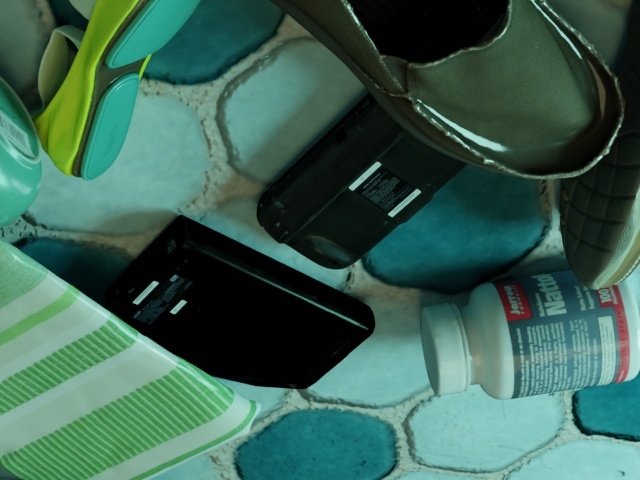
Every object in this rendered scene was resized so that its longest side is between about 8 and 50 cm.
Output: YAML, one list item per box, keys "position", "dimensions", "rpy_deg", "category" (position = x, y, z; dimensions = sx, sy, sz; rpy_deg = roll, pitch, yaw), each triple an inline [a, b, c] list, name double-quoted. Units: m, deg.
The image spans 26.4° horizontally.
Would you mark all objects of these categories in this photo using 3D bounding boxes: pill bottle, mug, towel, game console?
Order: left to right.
- position: [-0.255, -0.068, 0.969]
  dimensions: [0.097, 0.158, 0.129]
  rpy_deg: [-27, 102, 11]
  category: "mug"
- position: [-0.240, 0.127, 1.191]
  dimensions: [0.248, 0.038, 0.325]
  rpy_deg: [-27, 133, 28]
  category: "towel"
- position: [0.000, 0.000, 1.140]
  dimensions: [0.213, 0.044, 0.361]
  rpy_deg: [27, 124, -33]
  category: "game console"
- position: [0.185, 0.086, 1.219]
  dimensions: [0.180, 0.108, 0.108]
  rpy_deg: [-9, 135, -5]
  category: "pill bottle"

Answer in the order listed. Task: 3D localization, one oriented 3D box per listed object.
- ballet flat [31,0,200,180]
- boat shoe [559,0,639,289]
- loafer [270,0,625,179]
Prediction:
- position: [-0.150, -0.138, 0.949]
  dimensions: [0.077, 0.077, 0.231]
  rpy_deg: [-34, 163, -48]
  category: "ballet flat"
- position: [0.284, -0.084, 1.069]
  dimensions: [0.116, 0.123, 0.324]
  rpy_deg: [2, 135, -17]
  category: "boat shoe"
- position: [0.088, -0.135, 0.937]
  dimensions: [0.366, 0.130, 0.133]
  rpy_deg: [27, 97, -33]
  category: "loafer"
